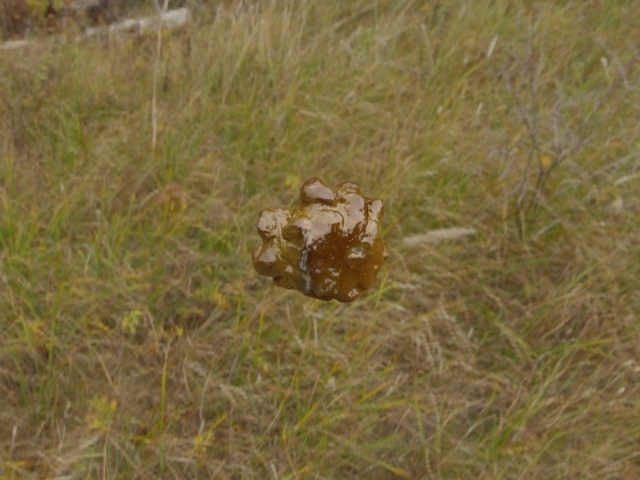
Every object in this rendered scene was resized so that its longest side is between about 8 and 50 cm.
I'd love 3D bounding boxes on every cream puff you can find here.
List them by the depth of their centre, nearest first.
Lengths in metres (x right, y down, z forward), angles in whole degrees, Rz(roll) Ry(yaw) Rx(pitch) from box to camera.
[{"bbox_3d":[0.000,0.000,0.852,0.122,0.116,0.094,-39,29,-7],"label":"cream puff"}]
